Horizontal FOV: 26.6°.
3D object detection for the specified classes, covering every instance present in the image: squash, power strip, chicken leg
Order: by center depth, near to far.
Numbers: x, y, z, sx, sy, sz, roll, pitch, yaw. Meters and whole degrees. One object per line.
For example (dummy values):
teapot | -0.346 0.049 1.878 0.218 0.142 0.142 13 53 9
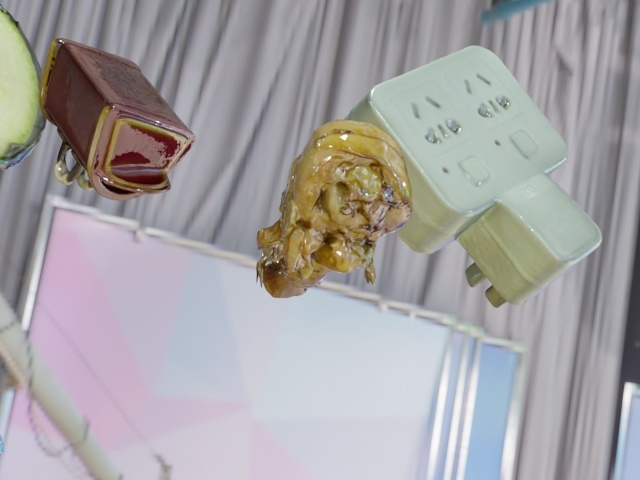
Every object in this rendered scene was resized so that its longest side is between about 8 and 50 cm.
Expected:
chicken leg | 0.001 -0.003 0.939 0.085 0.101 0.207 9 -30 -15
squash | -0.367 -0.150 1.248 0.133 0.220 0.220 -15 -24 33
power strip | 0.158 -0.053 1.425 0.229 0.261 0.141 -28 -12 -44

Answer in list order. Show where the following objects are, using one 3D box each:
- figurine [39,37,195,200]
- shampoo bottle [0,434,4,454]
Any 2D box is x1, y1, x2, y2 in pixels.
figurine | -0.166 -0.076 1.037 0.082 0.098 0.154 19 24 -43
shampoo bottle | -0.313 0.149 0.806 0.258 0.061 0.103 -10 -4 -45
